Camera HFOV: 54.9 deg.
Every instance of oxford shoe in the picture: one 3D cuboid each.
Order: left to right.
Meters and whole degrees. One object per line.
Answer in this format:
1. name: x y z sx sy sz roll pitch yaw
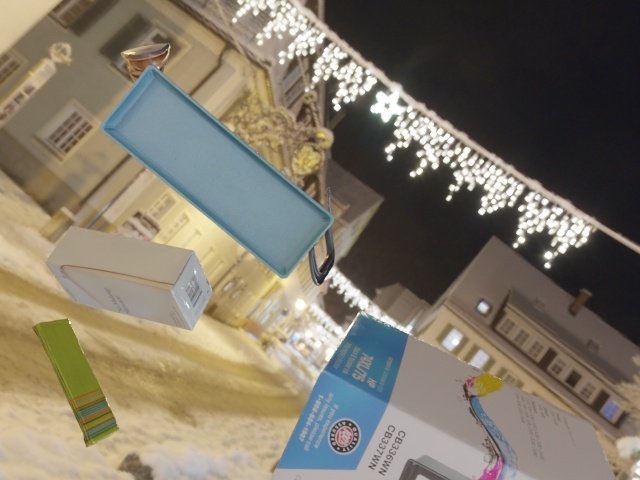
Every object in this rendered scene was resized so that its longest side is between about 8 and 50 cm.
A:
1. oxford shoe: -0.276 -0.277 0.997 0.212 0.076 0.076 -143 -139 -70

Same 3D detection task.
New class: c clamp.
1. c clamp: 0.000 0.000 1.096 0.022 0.161 0.137 -1 -64 16

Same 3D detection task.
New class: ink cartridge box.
1. ink cartridge box: 0.104 0.231 0.584 0.270 0.198 0.197 25 13 8

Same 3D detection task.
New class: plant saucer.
1. plant saucer: -0.082 -0.054 0.501 0.192 0.067 0.018 40 1 -4

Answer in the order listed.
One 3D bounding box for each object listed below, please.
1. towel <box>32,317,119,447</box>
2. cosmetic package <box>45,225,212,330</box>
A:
1. towel: -0.445 0.255 1.127 0.237 0.021 0.102 62 6 7
2. cosmetic package: -0.408 0.080 1.330 0.309 0.113 0.160 9 -38 17
